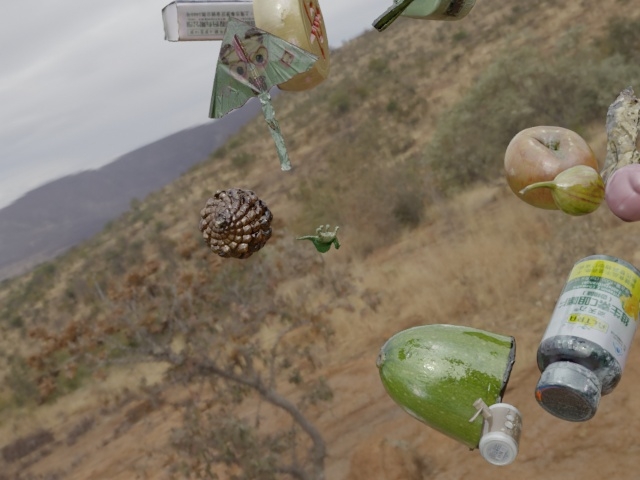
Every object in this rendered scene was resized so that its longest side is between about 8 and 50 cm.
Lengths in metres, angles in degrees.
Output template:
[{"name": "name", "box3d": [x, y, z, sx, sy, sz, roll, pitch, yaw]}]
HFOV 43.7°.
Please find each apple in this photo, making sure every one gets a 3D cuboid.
[{"name": "apple", "box3d": [0.632, -0.199, 2.209, 0.261, 0.194, 0.260, -5, 37, 4]}]

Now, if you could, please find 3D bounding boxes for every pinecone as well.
[{"name": "pinecone", "box3d": [-0.181, -0.036, 1.748, 0.174, 0.173, 0.173, -22, 10, 4]}]

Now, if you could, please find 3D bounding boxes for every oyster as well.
[{"name": "oyster", "box3d": [0.655, -0.226, 1.761, 0.128, 0.079, 0.345, 108, -178, -54]}]

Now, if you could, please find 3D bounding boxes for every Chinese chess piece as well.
[{"name": "Chinese chess piece", "box3d": [-0.056, -0.427, 1.612, 0.097, 0.250, 0.251, -10, 13, 13]}]

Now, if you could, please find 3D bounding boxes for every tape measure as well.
[{"name": "tape measure", "box3d": [0.221, -0.542, 1.522, 0.115, 0.235, 0.207, -1, 16, -25]}]

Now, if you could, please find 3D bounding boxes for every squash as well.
[{"name": "squash", "box3d": [0.293, 0.334, 2.016, 0.309, 0.310, 0.310, 20, 19, 6]}]

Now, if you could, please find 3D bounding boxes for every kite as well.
[{"name": "kite", "box3d": [-0.090, -0.227, 1.222, 0.229, 0.250, 0.012, -18, 8, 34]}]

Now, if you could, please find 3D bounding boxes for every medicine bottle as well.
[{"name": "medicine bottle", "box3d": [0.461, 0.168, 1.374, 0.141, 0.141, 0.293, -12, 34, 46]}]

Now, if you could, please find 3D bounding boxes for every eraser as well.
[{"name": "eraser", "box3d": [-0.202, -0.495, 1.805, 0.287, 0.086, 0.130, -8, 12, -24]}]

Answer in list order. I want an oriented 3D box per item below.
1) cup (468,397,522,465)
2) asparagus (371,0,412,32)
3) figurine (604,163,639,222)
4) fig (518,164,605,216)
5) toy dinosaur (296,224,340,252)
[{"name": "cup", "box3d": [0.323, 0.342, 1.452, 0.074, 0.102, 0.099, -17, 18, 24]}, {"name": "asparagus", "box3d": [0.178, -0.427, 1.311, 0.233, 0.023, 0.022, -40, -17, 15]}, {"name": "figurine", "box3d": [0.367, -0.054, 0.932, 0.071, 0.083, 0.067, -30, 56, -34]}, {"name": "fig", "box3d": [0.426, -0.079, 1.373, 0.166, 0.093, 0.093, -14, 1, -44]}, {"name": "toy dinosaur", "box3d": [0.001, 0.000, 1.754, 0.120, 0.060, 0.029, -9, 16, -37]}]
